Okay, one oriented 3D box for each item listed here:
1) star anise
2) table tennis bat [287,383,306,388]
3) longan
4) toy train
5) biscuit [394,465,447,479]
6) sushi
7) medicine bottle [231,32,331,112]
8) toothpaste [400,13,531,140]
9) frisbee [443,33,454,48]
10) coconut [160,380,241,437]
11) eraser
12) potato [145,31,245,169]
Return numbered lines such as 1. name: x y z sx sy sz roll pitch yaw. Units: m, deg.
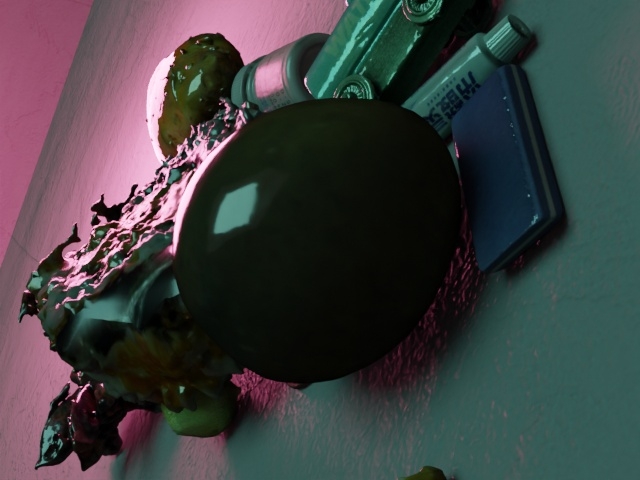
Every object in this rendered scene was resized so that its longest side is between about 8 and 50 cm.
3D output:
1. star anise: -0.293 0.211 1.561 0.212 0.129 0.283 -49 21 21
2. table tennis bat: 0.004 0.097 1.198 0.156 0.013 0.087 -50 28 35
3. longan: 0.000 0.000 1.035 0.300 0.300 0.243 -35 82 48
4. toy train: 0.072 -0.217 1.190 0.248 0.101 0.159 -56 49 24
5. biscuit: 0.042 0.265 0.927 0.183 0.061 0.118 -50 32 30
6. sushi: -0.165 0.014 1.345 0.417 0.176 0.417 -34 28 21
7. medicine bottle: -0.033 -0.192 1.405 0.168 0.105 0.105 -7 62 61
8. toothpaste: 0.099 -0.115 1.135 0.297 0.074 0.048 -44 14 34
9. frisbee: 0.106 -0.327 1.242 0.187 0.012 0.211 28 94 27
10. coconut: -0.138 0.190 1.319 0.088 0.096 0.088 165 90 -83
11. eraser: 0.161 -0.068 1.000 0.082 0.036 0.225 -47 31 35
12. potato: -0.175 -0.191 1.582 0.296 0.141 0.192 145 141 -73
